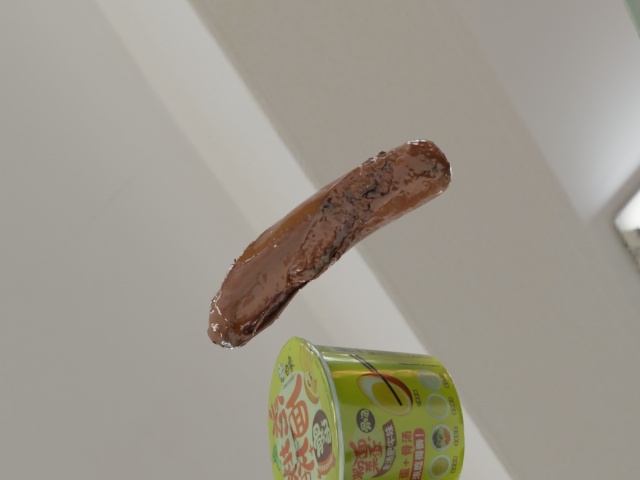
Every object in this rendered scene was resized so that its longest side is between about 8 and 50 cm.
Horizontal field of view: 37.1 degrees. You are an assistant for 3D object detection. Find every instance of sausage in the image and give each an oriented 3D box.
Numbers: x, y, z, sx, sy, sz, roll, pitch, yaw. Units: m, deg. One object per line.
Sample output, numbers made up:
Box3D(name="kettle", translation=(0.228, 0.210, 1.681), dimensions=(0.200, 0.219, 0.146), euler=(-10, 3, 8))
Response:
Box3D(name="sausage", translation=(-0.001, -0.002, 1.037), dimensions=(0.326, 0.079, 0.087), euler=(-37, -75, 2))

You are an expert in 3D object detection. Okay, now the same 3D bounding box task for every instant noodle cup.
Box3D(name="instant noodle cup", translation=(0.069, 0.298, 1.463), dimensions=(0.221, 0.311, 0.311), euler=(0, -94, -21))

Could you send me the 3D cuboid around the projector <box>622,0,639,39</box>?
Box3D(name="projector", translation=(0.224, -0.151, 0.543), dimensions=(0.108, 0.108, 0.337), euler=(-50, -59, -24))
